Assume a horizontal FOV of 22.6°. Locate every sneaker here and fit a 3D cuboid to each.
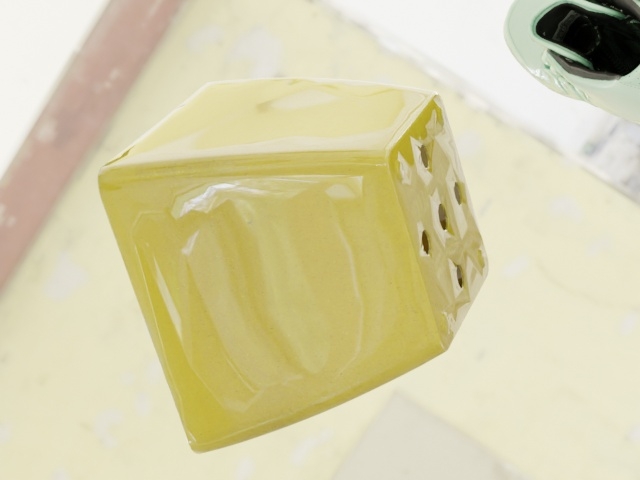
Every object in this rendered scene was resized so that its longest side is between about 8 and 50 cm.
[{"bbox_3d":[0.179,-0.146,1.079,0.256,0.151,0.094,35,100,52],"label":"sneaker"}]

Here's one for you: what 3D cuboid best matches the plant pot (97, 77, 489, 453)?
[{"bbox_3d":[0.000,0.000,1.114,0.187,0.212,0.212,-9,19,23],"label":"plant pot"}]
